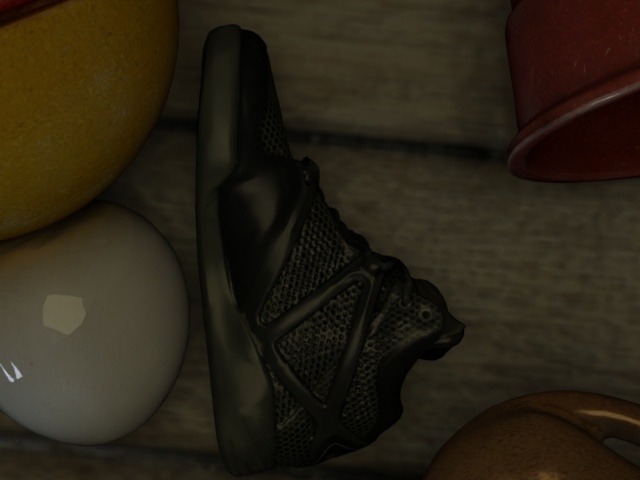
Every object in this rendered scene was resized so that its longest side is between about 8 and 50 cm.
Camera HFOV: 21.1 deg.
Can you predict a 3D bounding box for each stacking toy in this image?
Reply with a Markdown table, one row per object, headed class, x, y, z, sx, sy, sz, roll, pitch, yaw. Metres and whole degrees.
| class | x | y | z | sx | sy | sz | roll | pitch | yaw |
| --- | --- | --- | --- | --- | --- | --- | --- | --- | --- |
| stacking toy | -0.185 | -0.119 | 0.807 | 0.351 | 0.350 | 0.480 | -16 | 107 | -1 |

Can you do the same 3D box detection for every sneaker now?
| class | x | y | z | sx | sy | sz | roll | pitch | yaw |
| --- | --- | --- | --- | --- | --- | --- | --- | --- | --- |
| sneaker | 0.000 | 0.000 | 0.874 | 0.130 | 0.087 | 0.227 | -8 | 92 | -3 |

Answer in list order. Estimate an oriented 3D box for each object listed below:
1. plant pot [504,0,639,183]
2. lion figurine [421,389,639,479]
| class | x | y | z | sx | sy | sz | roll | pitch | yaw |
| --- | --- | --- | --- | --- | --- | --- | --- | --- | --- |
| plant pot | 0.191 | -0.191 | 0.804 | 0.272 | 0.272 | 0.265 | -12 | 81 | -1 |
| lion figurine | 0.053 | 0.187 | 0.759 | 0.240 | 0.142 | 0.392 | 40 | 74 | 8 |
